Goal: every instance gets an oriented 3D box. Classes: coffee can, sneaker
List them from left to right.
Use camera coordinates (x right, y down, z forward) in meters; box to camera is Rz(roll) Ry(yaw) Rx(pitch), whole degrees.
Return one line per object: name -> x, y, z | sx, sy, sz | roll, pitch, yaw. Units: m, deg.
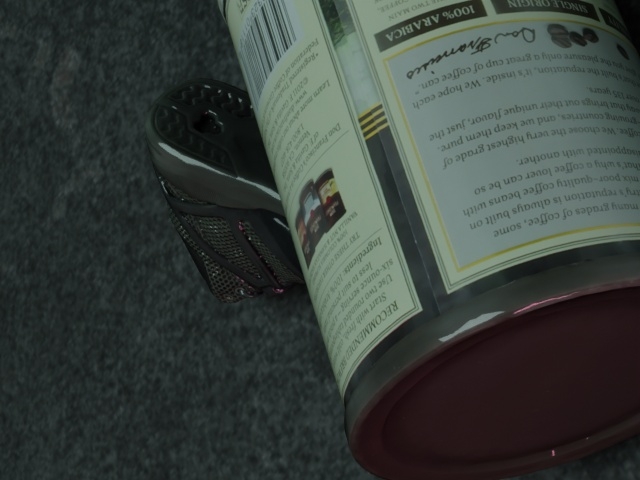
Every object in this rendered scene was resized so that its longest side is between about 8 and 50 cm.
sneaker -> 0.000, 0.000, 1.081 | 0.227, 0.130, 0.087 | 26, 63, 15
coffee can -> 0.076, -0.043, 0.920 | 0.201, 0.201, 0.275 | -37, 56, 32
